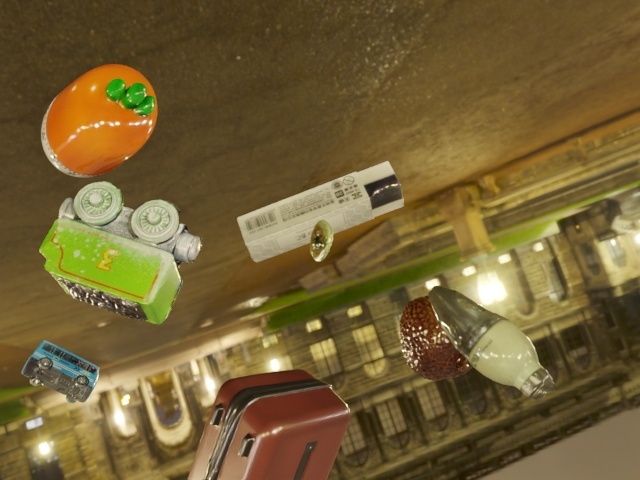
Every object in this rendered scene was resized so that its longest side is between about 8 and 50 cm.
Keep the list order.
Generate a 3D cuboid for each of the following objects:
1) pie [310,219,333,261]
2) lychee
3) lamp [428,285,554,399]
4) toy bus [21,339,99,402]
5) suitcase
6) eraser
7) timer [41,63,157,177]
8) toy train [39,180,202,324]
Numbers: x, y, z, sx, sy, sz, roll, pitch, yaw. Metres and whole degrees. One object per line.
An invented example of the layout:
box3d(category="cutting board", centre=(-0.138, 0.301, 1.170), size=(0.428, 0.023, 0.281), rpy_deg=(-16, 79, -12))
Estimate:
box3d(category="pie", centre=(0.000, 0.002, 1.197), size=(0.021, 0.084, 0.084), rpy_deg=(9, 162, -24))
box3d(category="lychee", centre=(0.258, 0.209, 1.356), size=(0.194, 0.195, 0.194), rpy_deg=(-19, 174, -2))
box3d(category="lamp", centre=(0.272, 0.160, 1.029), size=(0.101, 0.250, 0.101), rpy_deg=(-28, 143, -24))
box3d(category="toy bus", centre=(-0.312, 0.159, 0.762), size=(0.038, 0.083, 0.046), rpy_deg=(-53, -165, 27))
box3d(category="suitcase", centre=(-0.095, 0.382, 1.098), size=(0.236, 0.297, 0.161), rpy_deg=(3, -158, -47))
box3d(category="eraser", centre=(0.002, -0.072, 1.564), size=(0.403, 0.098, 0.096), rpy_deg=(-20, 144, -2))
box3d(category="timer", centre=(-0.228, -0.135, 0.669), size=(0.099, 0.136, 0.136), rpy_deg=(32, 143, -30))
box3d(category="toy train", centre=(-0.427, 0.026, 1.346), size=(0.307, 0.249, 0.173), rpy_deg=(18, 155, 4))
